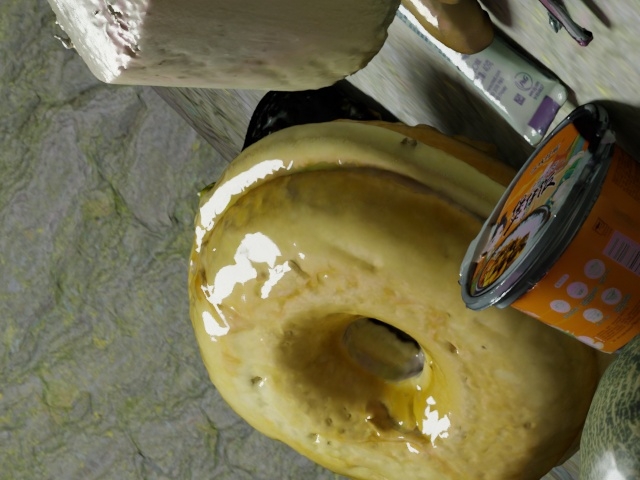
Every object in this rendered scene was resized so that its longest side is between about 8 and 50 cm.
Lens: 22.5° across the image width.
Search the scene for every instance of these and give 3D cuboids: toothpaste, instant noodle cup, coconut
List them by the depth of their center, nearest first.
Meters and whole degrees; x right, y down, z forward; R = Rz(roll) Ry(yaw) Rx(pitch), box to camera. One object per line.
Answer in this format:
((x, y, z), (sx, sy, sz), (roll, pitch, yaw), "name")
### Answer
((-0.078, -0.207, 0.987), (0.244, 0.239, 0.239), (4, -171, -20), "coconut")
((0.204, 0.003, 1.184), (0.125, 0.177, 0.208), (31, 164, -8), "instant noodle cup")
((0.102, -0.161, 1.250), (0.216, 0.037, 0.062), (44, 137, 17), "toothpaste")

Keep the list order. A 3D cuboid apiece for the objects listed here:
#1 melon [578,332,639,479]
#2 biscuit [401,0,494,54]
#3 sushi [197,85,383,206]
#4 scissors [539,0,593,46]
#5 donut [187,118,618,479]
((0.315, 0.172, 1.112), (0.248, 0.248, 0.329), (39, 179, 42), "melon")
((0.041, -0.229, 1.168), (0.208, 0.047, 0.164), (45, 174, 19), "biscuit")
((0.000, 0.000, 1.890), (0.329, 0.285, 0.328), (43, 174, 27), "sushi")
((0.113, -0.198, 1.027), (0.187, 0.020, 0.133), (48, 180, -25), "scissors")
((0.077, 0.071, 1.551), (0.449, 0.198, 0.449), (14, 131, 16), "donut")
